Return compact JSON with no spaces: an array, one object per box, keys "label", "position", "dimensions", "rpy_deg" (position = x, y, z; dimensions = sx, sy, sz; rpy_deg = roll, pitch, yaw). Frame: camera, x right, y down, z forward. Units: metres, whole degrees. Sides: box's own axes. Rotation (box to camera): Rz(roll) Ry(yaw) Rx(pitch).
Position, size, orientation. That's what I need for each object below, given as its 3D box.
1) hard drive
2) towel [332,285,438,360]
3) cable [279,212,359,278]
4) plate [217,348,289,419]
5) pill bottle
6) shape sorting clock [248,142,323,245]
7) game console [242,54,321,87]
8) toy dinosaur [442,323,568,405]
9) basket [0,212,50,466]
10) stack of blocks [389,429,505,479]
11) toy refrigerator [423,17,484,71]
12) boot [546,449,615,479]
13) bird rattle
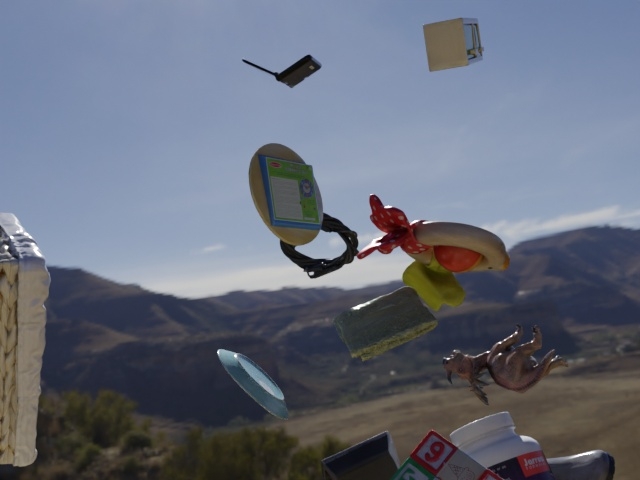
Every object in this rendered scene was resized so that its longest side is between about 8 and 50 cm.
[{"label":"hard drive","position":[0.102,0.529,1.785],"dimensions":[0.172,0.054,0.254],"rpy_deg":[-22,-49,-9]},{"label":"towel","position":[0.100,0.128,1.303],"dimensions":[0.148,0.027,0.110],"rpy_deg":[-20,37,-10]},{"label":"cable","position":[0.000,0.000,1.740],"dimensions":[0.185,0.150,0.047],"rpy_deg":[-24,14,40]},{"label":"plate","position":[-0.123,0.270,1.601],"dimensions":[0.024,0.188,0.188],"rpy_deg":[-46,-10,1]},{"label":"pill bottle","position":[0.361,0.494,1.547],"dimensions":[0.182,0.322,0.181],"rpy_deg":[-18,-22,-8]},{"label":"shape sorting clock","position":[-0.065,-0.088,1.587],"dimensions":[0.040,0.206,0.206],"rpy_deg":[-16,-10,37]},{"label":"game console","position":[-0.067,-0.319,1.492],"dimensions":[0.107,0.071,0.122],"rpy_deg":[-32,-1,11]},{"label":"toy dinosaur","position":[0.438,0.304,1.930],"dimensions":[0.200,0.127,0.296],"rpy_deg":[-37,14,-19]},{"label":"basket","position":[-0.581,0.139,1.264],"dimensions":[0.267,0.331,0.328],"rpy_deg":[2,13,-29]},{"label":"stack of blocks","position":[0.209,0.374,1.018],"dimensions":[0.171,0.087,0.297],"rpy_deg":[30,-21,40]},{"label":"toy refrigerator","position":[0.305,-0.442,1.859],"dimensions":[0.094,0.102,0.269],"rpy_deg":[-6,11,19]},{"label":"boot","position":[0.453,0.508,1.834],"dimensions":[0.338,0.223,0.118],"rpy_deg":[-35,22,31]},{"label":"bird rattle","position":[0.192,0.002,1.340],"dimensions":[0.207,0.143,0.253],"rpy_deg":[-3,-30,31]}]
